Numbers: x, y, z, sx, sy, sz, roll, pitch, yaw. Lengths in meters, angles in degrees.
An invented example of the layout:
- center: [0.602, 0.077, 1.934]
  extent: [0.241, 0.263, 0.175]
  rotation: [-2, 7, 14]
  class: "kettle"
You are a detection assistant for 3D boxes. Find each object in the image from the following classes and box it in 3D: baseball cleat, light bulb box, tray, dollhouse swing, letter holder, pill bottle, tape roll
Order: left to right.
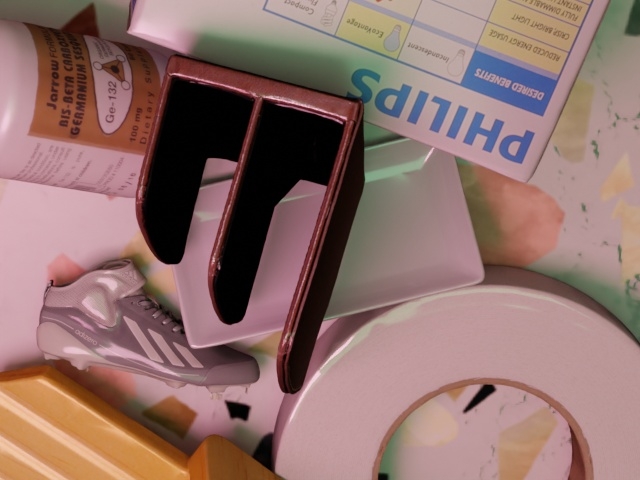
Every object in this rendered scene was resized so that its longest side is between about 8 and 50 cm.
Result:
- center: [-0.243, -0.114, 1.612]
  extent: [0.229, 0.131, 0.131]
  rotation: [9, 107, -33]
  class: "pill bottle"
- center: [-0.217, 0.339, 1.694]
  extent: [0.305, 0.315, 0.347]
  rotation: [29, 112, -20]
  class: "dollhouse swing"
- center: [-0.149, 0.077, 1.747]
  extent: [0.206, 0.072, 0.109]
  rotation: [9, 99, -11]
  class: "baseball cleat"
- center: [-0.063, 0.002, 1.570]
  extent: [0.152, 0.302, 0.214]
  rotation: [14, 82, 4]
  class: "letter holder"
- center: [0.000, 0.000, 1.737]
  extent: [0.270, 0.030, 0.145]
  rotation: [-13, 82, -1]
  class: "tray"
- center: [0.064, -0.292, 1.575]
  extent: [0.358, 0.225, 0.361]
  rotation: [20, 104, -10]
  class: "light bulb box"
- center: [0.147, 0.216, 1.809]
  extent: [0.392, 0.072, 0.392]
  rotation: [-1, 106, -5]
  class: "tape roll"
